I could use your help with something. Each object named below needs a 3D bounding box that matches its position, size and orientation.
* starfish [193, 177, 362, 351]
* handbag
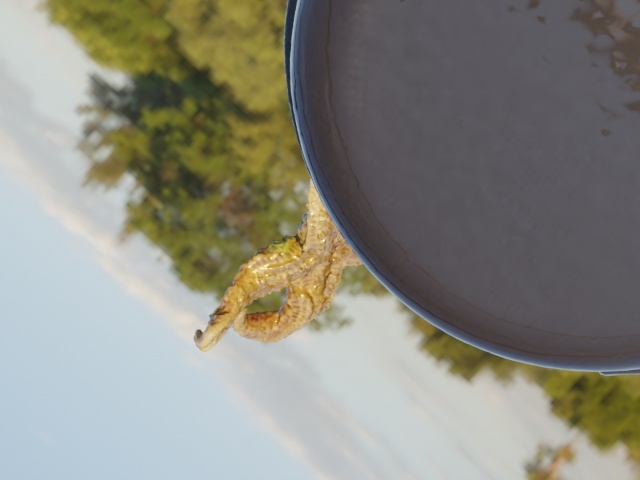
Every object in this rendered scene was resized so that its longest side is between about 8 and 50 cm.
[{"bbox_3d":[0.007,0.006,0.998,0.053,0.210,0.150,41,151,28],"label":"starfish"},{"bbox_3d":[0.136,-0.063,0.622,0.093,0.308,0.253,-60,-38,-67],"label":"handbag"}]
